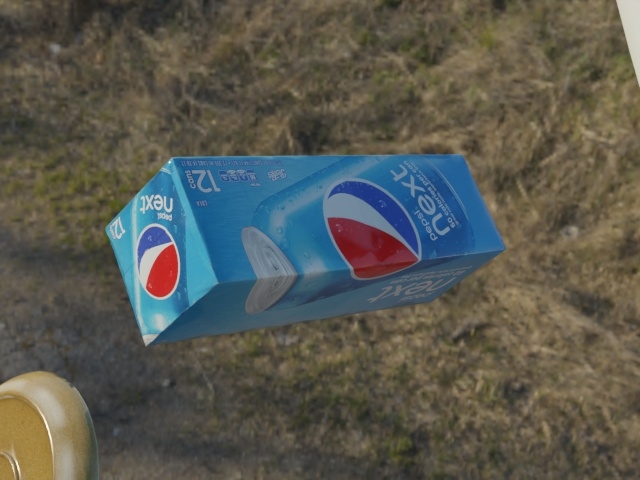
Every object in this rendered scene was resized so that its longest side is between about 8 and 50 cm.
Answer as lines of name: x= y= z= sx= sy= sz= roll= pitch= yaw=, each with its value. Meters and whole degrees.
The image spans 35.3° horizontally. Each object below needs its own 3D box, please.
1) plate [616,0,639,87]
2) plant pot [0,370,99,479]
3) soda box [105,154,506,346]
plate: x=0.133 y=-0.084 z=0.243 sx=0.045 sy=0.277 sz=0.278 roll=-12 pitch=-7 yaw=-7
plant pot: x=-0.293 y=0.236 z=0.935 sx=0.032 sy=0.236 sz=0.236 roll=23 pitch=15 yaw=-45
soda box: x=0.000 y=0.000 z=0.534 sx=0.210 sy=0.071 sz=0.067 roll=-6 pitch=66 yaw=-43
